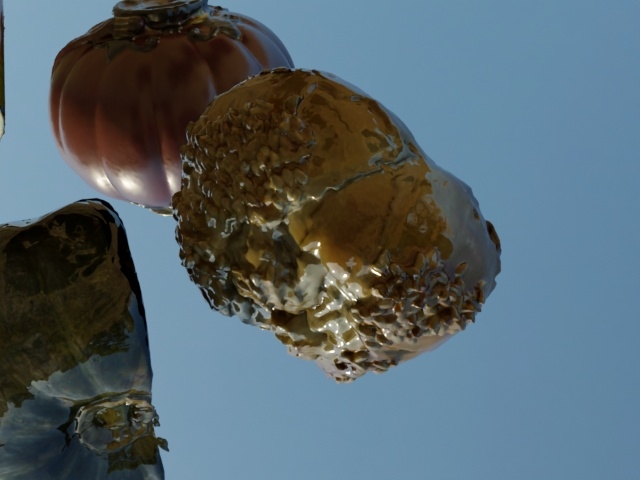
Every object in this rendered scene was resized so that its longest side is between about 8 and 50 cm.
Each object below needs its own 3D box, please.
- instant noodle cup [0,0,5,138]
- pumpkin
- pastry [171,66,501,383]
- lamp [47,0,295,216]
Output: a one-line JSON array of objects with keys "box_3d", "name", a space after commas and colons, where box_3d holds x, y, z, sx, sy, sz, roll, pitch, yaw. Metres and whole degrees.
[{"box_3d": [-0.343, -0.155, 1.093, 0.230, 0.230, 0.182, -28, -117, 25], "name": "instant noodle cup"}, {"box_3d": [-0.272, 0.110, 1.304, 0.232, 0.325, 0.242, -8, -141, -12], "name": "pumpkin"}, {"box_3d": [0.000, 0.000, 1.250, 0.255, 0.311, 0.162, -48, -174, 41], "name": "pastry"}, {"box_3d": [-0.175, -0.165, 1.695, 0.303, 0.257, 0.303, -5, -157, 2], "name": "lamp"}]
